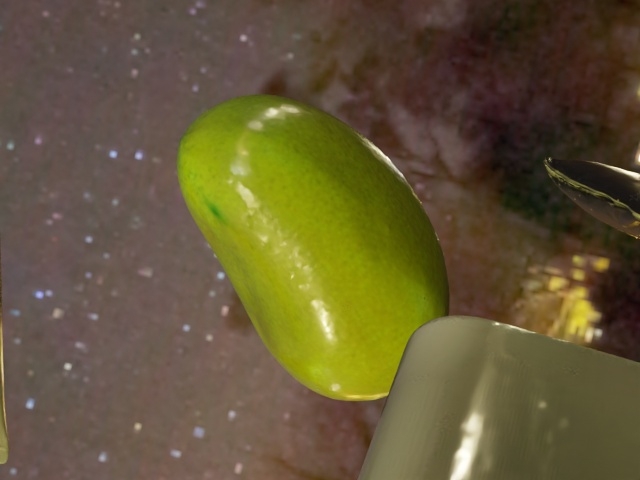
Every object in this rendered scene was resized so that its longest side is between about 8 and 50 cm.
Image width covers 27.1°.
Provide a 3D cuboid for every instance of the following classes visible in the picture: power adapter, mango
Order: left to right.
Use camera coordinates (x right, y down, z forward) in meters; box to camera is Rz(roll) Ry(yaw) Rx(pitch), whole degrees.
[{"bbox_3d":[0.005,-0.001,1.041,0.273,0.149,0.185,60,-145,-14],"label":"mango"},{"bbox_3d":[0.090,0.174,0.564,0.124,0.187,0.255,96,-167,-46],"label":"power adapter"}]

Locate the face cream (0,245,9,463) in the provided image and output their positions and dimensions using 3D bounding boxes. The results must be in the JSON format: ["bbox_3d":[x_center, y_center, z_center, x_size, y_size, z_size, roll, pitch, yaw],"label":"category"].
[{"bbox_3d":[-0.314,0.058,1.082,0.089,0.143,0.314,-81,5,-58],"label":"face cream"}]

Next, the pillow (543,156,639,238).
[{"bbox_3d":[0.288,-0.017,1.042,0.141,0.208,0.055,37,110,59],"label":"pillow"}]
